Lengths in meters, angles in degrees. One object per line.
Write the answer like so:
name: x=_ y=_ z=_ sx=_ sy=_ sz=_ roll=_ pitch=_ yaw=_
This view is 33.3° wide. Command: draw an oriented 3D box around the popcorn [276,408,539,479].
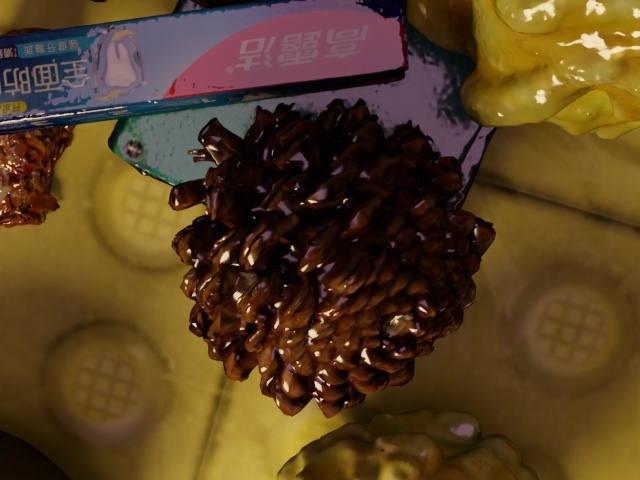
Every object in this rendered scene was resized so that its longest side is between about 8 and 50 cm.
popcorn: x=0.062 y=0.231 z=0.819 sx=0.235 sy=0.217 sz=0.181 roll=-25 pitch=69 yaw=12

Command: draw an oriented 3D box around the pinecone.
pinecone: x=0.000 y=0.000 z=0.726 sx=0.222 sy=0.221 sz=0.221 roll=0 pitch=97 yaw=3

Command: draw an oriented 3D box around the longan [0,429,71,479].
longan: x=-0.287 y=0.258 z=0.820 sx=0.248 sy=0.248 sz=0.248 roll=0 pitch=97 yaw=3

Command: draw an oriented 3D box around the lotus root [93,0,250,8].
lotus root: x=-0.135 y=-0.287 z=0.715 sx=0.316 sy=0.250 sz=0.316 roll=1 pitch=95 yaw=11

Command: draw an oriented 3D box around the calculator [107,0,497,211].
calculator: x=0.001 y=-0.110 z=0.839 sx=0.274 sy=0.058 sz=0.248 roll=25 pitch=97 yaw=0

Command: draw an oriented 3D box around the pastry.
pastry: x=-0.245 y=-0.088 z=0.852 sx=0.087 sy=0.063 sz=0.169 roll=13 pitch=97 yaw=-1

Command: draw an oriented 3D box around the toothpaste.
toothpaste: x=-0.099 y=-0.127 z=0.771 sx=0.321 sy=0.076 sz=0.066 roll=-8 pitch=93 yaw=2

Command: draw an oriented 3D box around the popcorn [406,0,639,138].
popcorn: x=0.201 y=-0.184 z=0.670 sx=0.279 sy=0.336 sz=0.274 roll=37 pitch=118 yaw=32
